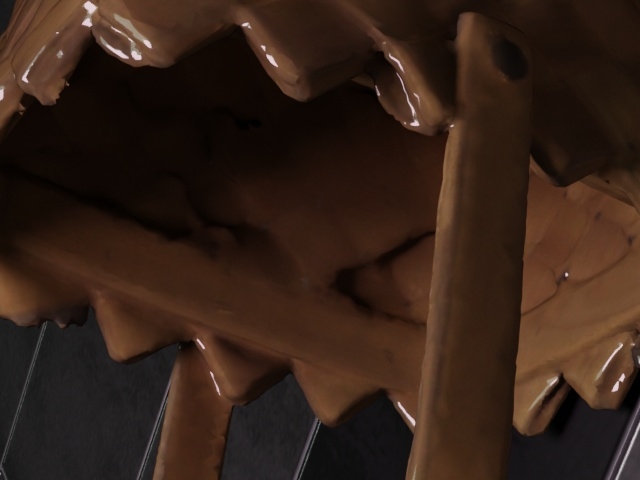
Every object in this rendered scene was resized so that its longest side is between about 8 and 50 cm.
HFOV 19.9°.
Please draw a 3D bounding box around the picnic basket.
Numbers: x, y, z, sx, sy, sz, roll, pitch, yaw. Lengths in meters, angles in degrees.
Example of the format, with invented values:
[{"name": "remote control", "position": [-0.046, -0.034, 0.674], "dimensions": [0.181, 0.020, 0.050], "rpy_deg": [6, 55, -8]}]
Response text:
[{"name": "picnic basket", "position": [0.000, 0.000, 0.696], "dimensions": [0.254, 0.291, 0.321], "rpy_deg": [-37, 39, 54]}]
